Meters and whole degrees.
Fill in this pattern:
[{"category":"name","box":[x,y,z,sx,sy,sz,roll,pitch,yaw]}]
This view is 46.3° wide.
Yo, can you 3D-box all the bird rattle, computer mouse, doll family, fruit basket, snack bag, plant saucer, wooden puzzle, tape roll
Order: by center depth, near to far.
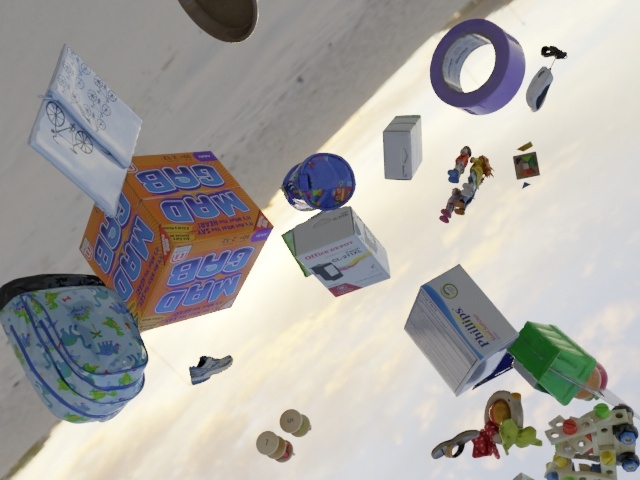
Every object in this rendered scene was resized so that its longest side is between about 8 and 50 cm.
[{"category":"tape roll","box":[0.331,-0.365,1.584,0.189,0.189,0.080,-37,152,30]},{"category":"plant saucer","box":[-0.251,-0.602,1.780,0.041,0.278,0.278,-48,-168,-31]},{"category":"snack bag","box":[-0.589,-0.276,1.905,0.037,0.323,0.342,-13,-129,24]},{"category":"wooden puzzle","box":[0.557,-0.204,2.028,0.079,0.116,0.014,-19,175,42]},{"category":"fruit basket","box":[0.707,0.381,2.099,0.165,0.353,0.327,-52,-155,8]},{"category":"computer mouse","box":[0.623,-0.454,2.111,0.106,0.042,0.193,-120,-138,-56]},{"category":"doll family","box":[0.446,-0.164,2.231,0.163,0.118,0.263,-56,160,-38]},{"category":"bird rattle","box":[0.556,0.559,2.267,0.253,0.143,0.206,136,-39,-68]}]

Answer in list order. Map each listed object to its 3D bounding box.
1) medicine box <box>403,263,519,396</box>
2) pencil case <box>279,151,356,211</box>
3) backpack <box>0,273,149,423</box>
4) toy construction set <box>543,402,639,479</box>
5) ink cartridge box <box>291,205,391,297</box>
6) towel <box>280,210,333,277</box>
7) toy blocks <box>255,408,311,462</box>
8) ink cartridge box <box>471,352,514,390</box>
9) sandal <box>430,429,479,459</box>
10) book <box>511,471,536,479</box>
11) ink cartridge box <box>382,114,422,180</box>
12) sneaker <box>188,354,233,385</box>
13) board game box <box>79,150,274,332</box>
[{"category":"medicine box","box":[0.390,0.259,2.128,0.149,0.263,0.289,-28,155,-20]},{"category":"pencil case","box":[-0.012,-0.122,1.625,0.133,0.119,0.306,-9,-177,-9]},{"category":"backpack","box":[-0.550,0.245,1.717,0.273,0.355,0.290,-30,159,31]},{"category":"toy construction set","box":[0.604,0.467,1.691,0.215,0.327,0.151,-8,-130,16]},{"category":"ink cartridge box","box":[0.041,0.025,1.439,0.127,0.175,0.072,-21,-128,19]},{"category":"towel","box":[0.000,0.000,1.624,0.152,0.113,0.023,-31,178,-31]},{"category":"toy blocks","box":[-0.067,0.442,1.672,0.123,0.054,0.148,-42,149,-4]},{"category":"ink cartridge box","box":[0.582,0.380,2.378,0.223,0.045,0.224,-34,172,21]},{"category":"sandal","box":[0.378,0.582,2.097,0.180,0.072,0.049,-41,-126,36]},{"category":"book","box":[0.448,0.551,1.557,0.096,0.144,0.035,-54,-170,22]},{"category":"ink cartridge box","box":[0.247,-0.279,2.229,0.087,0.153,0.208,2,-159,16]},{"category":"sneaker","box":[-0.273,0.309,1.870,0.052,0.058,0.135,-20,-177,44]},{"category":"board game box","box":[-0.427,-0.008,2.193,0.356,0.356,0.356,-12,142,-45]}]
